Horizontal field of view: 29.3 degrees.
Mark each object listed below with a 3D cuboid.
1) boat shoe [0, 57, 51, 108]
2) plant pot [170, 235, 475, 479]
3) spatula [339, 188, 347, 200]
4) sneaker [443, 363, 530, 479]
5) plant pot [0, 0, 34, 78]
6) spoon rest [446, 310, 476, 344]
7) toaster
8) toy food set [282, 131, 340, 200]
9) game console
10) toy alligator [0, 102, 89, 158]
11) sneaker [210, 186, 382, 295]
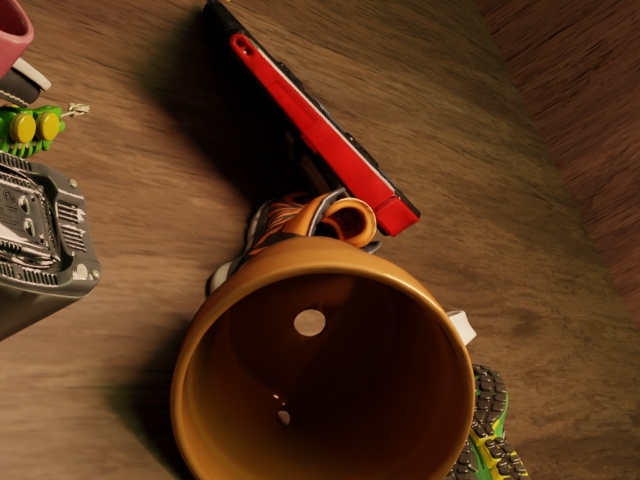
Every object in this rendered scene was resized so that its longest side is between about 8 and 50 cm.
[{"bbox_3d":[-0.378,-0.178,1.098,0.114,0.091,0.302,27,-1,45],"label":"boat shoe"},{"bbox_3d":[-0.003,0.123,1.250,0.291,0.291,0.203,50,10,-18],"label":"plant pot"},{"bbox_3d":[0.074,0.061,1.613,0.296,0.030,0.084,64,-2,-40],"label":"spatula"},{"bbox_3d":[0.186,0.286,1.600,0.343,0.134,0.146,-95,-179,-56],"label":"sneaker"},{"bbox_3d":[-0.351,-0.154,0.932,0.201,0.180,0.201,41,10,-9],"label":"plant pot"},{"bbox_3d":[0.119,0.147,1.584,0.276,0.084,0.137,-24,84,-50],"label":"spoon rest"},{"bbox_3d":[-0.296,0.006,0.964,0.227,0.146,0.129,19,44,-54],"label":"toaster"},{"bbox_3d":[0.012,-0.067,1.679,0.192,0.038,0.132,60,-6,4],"label":"toy food set"},{"bbox_3d":[-0.019,-0.173,1.623,0.342,0.060,0.386,50,3,-19],"label":"game console"},{"bbox_3d":[-0.289,-0.108,1.226,0.189,0.056,0.051,-19,121,-66],"label":"toy alligator"},{"bbox_3d":[0.000,0.000,1.474,0.125,0.180,0.321,53,25,-13],"label":"sneaker"}]
